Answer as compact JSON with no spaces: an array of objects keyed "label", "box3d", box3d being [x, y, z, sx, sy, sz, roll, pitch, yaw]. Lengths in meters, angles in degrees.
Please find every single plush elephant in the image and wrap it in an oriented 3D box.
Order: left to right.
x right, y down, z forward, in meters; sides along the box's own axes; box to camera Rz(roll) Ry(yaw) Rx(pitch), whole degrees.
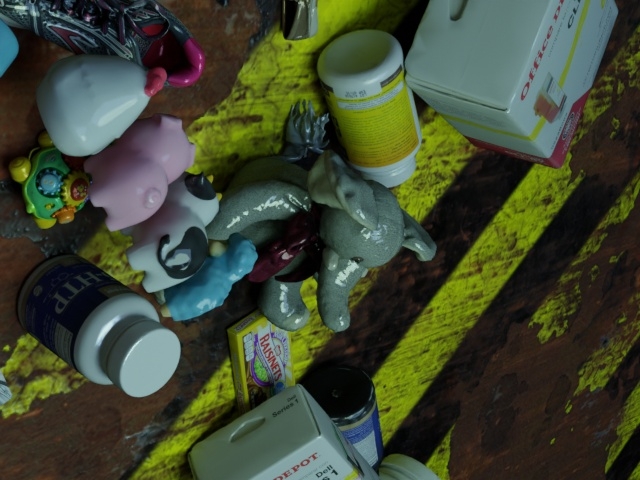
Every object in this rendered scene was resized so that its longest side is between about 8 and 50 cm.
[{"label":"plush elephant","box3d":[0.000,0.000,1.428,0.272,0.255,0.330,25,91,-48]}]

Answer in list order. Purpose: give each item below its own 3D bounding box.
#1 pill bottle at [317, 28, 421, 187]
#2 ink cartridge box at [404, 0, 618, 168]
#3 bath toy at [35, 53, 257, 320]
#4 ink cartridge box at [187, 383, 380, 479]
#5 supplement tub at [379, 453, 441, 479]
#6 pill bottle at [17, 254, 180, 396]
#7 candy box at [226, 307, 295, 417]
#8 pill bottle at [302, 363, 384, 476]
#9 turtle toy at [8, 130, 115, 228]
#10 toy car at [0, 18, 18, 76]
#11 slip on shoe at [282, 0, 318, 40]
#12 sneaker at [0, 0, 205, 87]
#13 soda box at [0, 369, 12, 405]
[{"label":"pill bottle","box3d":[0.074,-0.176,1.532,0.117,0.117,0.215,-44,139,-23]},{"label":"ink cartridge box","box3d":[0.288,-0.284,1.593,0.385,0.160,0.279,19,92,-66]},{"label":"bath toy","box3d":[-0.178,-0.069,1.191,0.129,0.151,0.348,-23,136,2]},{"label":"ink cartridge box","box3d":[-0.037,0.373,1.654,0.201,0.117,0.278,-33,129,4]},{"label":"supplement tub","box3d":[0.070,0.543,1.876,0.331,0.241,0.241,-36,136,-31]},{"label":"pill bottle","box3d":[-0.250,0.100,1.263,0.112,0.187,0.112,-29,132,-37]},{"label":"candy box","box3d":[-0.084,0.188,1.650,0.105,0.027,0.205,-36,136,-36]},{"label":"pill bottle","box3d":[0.039,0.317,1.796,0.123,0.123,0.219,-37,137,-29]},{"label":"turtle toy","box3d":[-0.278,-0.072,1.221,0.130,0.066,0.095,-52,144,-32]},{"label":"toy car","box3d":[-0.375,-0.080,1.013,0.219,0.210,0.238,-60,158,-22]},{"label":"slip on shoe","box3d":[-0.030,-0.314,1.385,0.041,0.051,0.135,-22,135,-26]},{"label":"sneaker","box3d":[-0.235,-0.245,1.129,0.299,0.112,0.120,21,96,-52]},{"label":"soda box","box3d":[-0.435,0.192,1.210,0.183,0.058,0.063,-36,136,-29]}]
